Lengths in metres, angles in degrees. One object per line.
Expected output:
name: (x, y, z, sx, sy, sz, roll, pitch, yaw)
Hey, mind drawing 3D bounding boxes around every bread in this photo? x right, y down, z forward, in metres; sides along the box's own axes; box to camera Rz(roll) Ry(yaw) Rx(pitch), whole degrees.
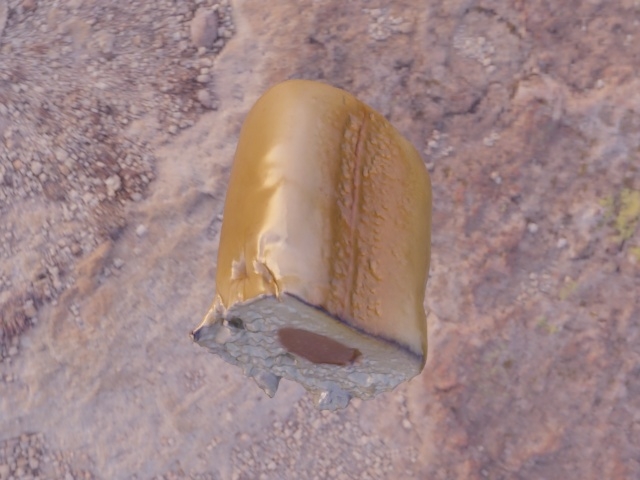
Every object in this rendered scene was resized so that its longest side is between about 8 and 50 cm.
bread: (-0.001, 0.001, 0.560, 0.134, 0.085, 0.173, 28, 52, -28)
